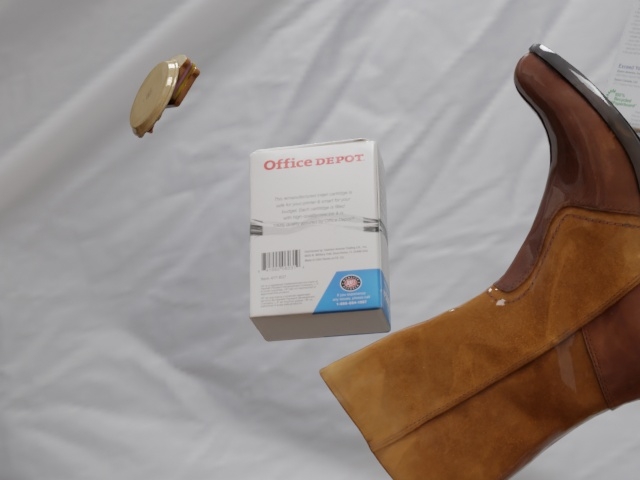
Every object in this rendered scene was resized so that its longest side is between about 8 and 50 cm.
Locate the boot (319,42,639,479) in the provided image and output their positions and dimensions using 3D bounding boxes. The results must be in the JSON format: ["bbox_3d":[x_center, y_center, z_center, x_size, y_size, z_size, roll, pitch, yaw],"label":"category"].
[{"bbox_3d":[0.125,0.031,1.166,0.264,0.280,0.096,58,10,5],"label":"boot"}]

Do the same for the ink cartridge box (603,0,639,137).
[{"bbox_3d":[0.342,-0.182,1.331,0.223,0.045,0.224,18,-87,55],"label":"ink cartridge box"}]

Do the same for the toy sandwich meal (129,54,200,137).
[{"bbox_3d":[-0.141,-0.128,1.470,0.029,0.085,0.085,27,31,-25],"label":"toy sandwich meal"}]

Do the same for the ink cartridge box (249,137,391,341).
[{"bbox_3d":[0.000,0.000,1.818,0.086,0.148,0.203,63,25,-64],"label":"ink cartridge box"}]
